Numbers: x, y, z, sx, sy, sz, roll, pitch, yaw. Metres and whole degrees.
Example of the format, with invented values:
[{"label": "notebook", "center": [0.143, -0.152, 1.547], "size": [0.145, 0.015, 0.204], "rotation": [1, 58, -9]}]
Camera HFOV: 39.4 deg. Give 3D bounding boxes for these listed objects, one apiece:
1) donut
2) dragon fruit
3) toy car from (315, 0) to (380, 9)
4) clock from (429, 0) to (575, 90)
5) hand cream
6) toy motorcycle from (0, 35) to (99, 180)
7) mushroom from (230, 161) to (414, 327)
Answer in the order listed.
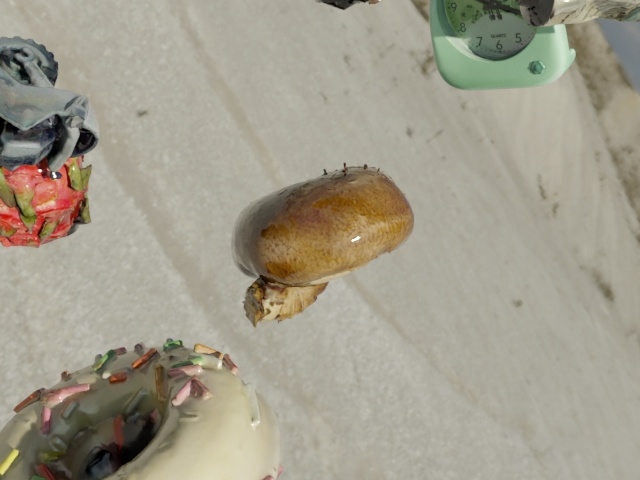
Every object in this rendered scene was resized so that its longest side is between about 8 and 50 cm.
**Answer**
[{"label": "donut", "center": [-0.226, 0.254, 1.005], "size": [0.382, 0.382, 0.142], "rotation": [-98, 169, -61]}, {"label": "dragon fruit", "center": [-0.339, -0.090, 1.037], "size": [0.160, 0.172, 0.166], "rotation": [13, 31, 5]}, {"label": "toy car", "center": [0.009, -0.403, 0.977], "size": [0.301, 0.193, 0.118], "rotation": [62, -9, -24]}, {"label": "clock", "center": [0.203, -0.278, 1.021], "size": [0.066, 0.159, 0.211], "rotation": [-42, 128, -46]}, {"label": "hand cream", "center": [0.275, -0.217, 0.768], "size": [0.075, 0.248, 0.052], "rotation": [136, -58, -67]}, {"label": "toy motorcycle", "center": [-0.325, -0.098, 0.895], "size": [0.159, 0.106, 0.270], "rotation": [32, 50, -8]}, {"label": "mushroom", "center": [-0.011, -0.009, 1.227], "size": [0.163, 0.278, 0.297], "rotation": [58, -19, -7]}]
